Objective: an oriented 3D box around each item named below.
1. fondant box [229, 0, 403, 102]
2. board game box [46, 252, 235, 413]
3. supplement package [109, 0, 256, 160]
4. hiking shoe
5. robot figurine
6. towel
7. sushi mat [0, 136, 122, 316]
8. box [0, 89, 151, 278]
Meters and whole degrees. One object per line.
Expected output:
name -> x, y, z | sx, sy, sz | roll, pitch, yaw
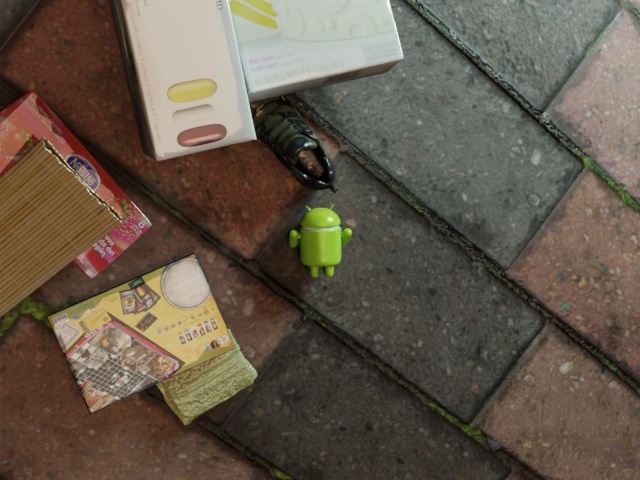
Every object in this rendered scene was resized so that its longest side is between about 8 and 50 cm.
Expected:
fondant box -> -0.039, -0.392, 1.438 | 0.238, 0.096, 0.331 | -15, 89, -13
board game box -> -0.275, 0.141, 1.505 | 0.243, 0.042, 0.165 | -23, 94, -11
supplement package -> -0.203, -0.260, 1.389 | 0.145, 0.204, 0.262 | -14, 102, -13
hiking shoe -> -0.049, -0.166, 1.494 | 0.086, 0.114, 0.227 | -46, 108, -5
robot figurine -> 0.000, 0.000, 1.560 | 0.101, 0.067, 0.115 | -3, 100, -7
towel -> -0.187, 0.217, 1.566 | 0.148, 0.027, 0.110 | -32, 105, -8
sushi mat -> -0.421, -0.005, 1.347 | 0.316, 0.019, 0.151 | -33, 110, 31
box -> -0.379, -0.082, 1.401 | 0.122, 0.128, 0.257 | -43, 109, -12
